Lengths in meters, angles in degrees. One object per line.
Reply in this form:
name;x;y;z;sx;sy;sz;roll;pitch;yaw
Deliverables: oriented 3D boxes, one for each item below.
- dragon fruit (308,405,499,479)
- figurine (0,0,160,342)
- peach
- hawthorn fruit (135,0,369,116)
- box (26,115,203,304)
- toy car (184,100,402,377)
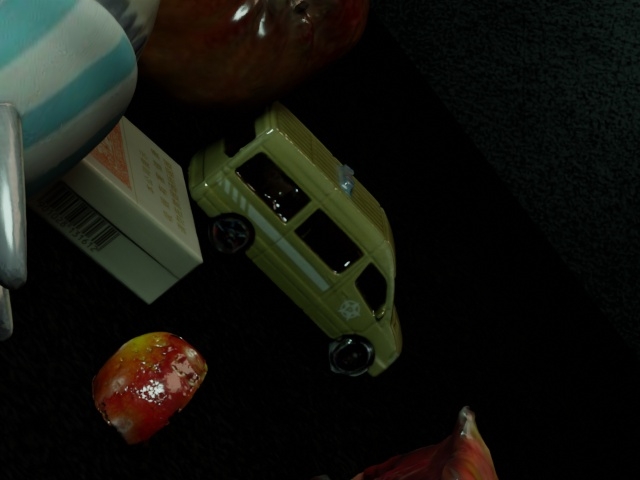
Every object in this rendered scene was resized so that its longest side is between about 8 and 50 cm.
dragon fruit;0.037;0.241;0.914;0.228;0.286;0.329;48;6;3
figurine;-0.223;-0.146;1.035;0.361;0.266;0.378;24;30;-50
peach;-0.117;0.094;1.191;0.050;0.077;0.083;51;57;-21
hawthorn fruit;-0.109;-0.266;1.568;0.308;0.308;0.325;37;12;-46
box;-0.179;-0.060;1.350;0.201;0.058;0.141;42;17;-31
toy car;0.000;0.000;1.620;0.257;0.124;0.101;45;17;-20
